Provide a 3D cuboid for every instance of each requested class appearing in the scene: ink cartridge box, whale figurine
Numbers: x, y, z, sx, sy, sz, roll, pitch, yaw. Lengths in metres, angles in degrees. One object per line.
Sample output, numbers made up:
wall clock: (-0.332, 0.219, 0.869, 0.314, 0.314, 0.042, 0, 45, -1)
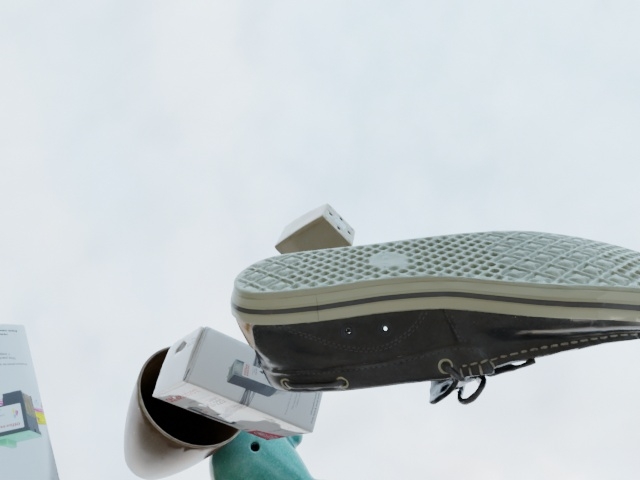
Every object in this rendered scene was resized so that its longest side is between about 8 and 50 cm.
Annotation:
ink cartridge box: (-0.481, 0.285, 0.755, 0.201, 0.117, 0.278, -47, -124, 23)
ink cartridge box: (-0.127, 0.228, 0.848, 0.218, 0.092, 0.158, 30, -35, -19)
whale figurine: (-0.093, 0.462, 1.090, 0.272, 0.216, 0.141, 28, -39, 13)

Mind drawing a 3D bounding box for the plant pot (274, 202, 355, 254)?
plant pot: (0.000, 0.000, 0.950, 0.096, 0.109, 0.109, -41, -79, 21)

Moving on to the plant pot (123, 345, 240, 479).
plant pot: (-0.289, 0.357, 1.054, 0.215, 0.215, 0.230, 41, -60, 7)

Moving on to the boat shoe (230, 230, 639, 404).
boat shoe: (0.149, 0.089, 0.616, 0.501, 0.187, 0.155, -5, -72, 9)
